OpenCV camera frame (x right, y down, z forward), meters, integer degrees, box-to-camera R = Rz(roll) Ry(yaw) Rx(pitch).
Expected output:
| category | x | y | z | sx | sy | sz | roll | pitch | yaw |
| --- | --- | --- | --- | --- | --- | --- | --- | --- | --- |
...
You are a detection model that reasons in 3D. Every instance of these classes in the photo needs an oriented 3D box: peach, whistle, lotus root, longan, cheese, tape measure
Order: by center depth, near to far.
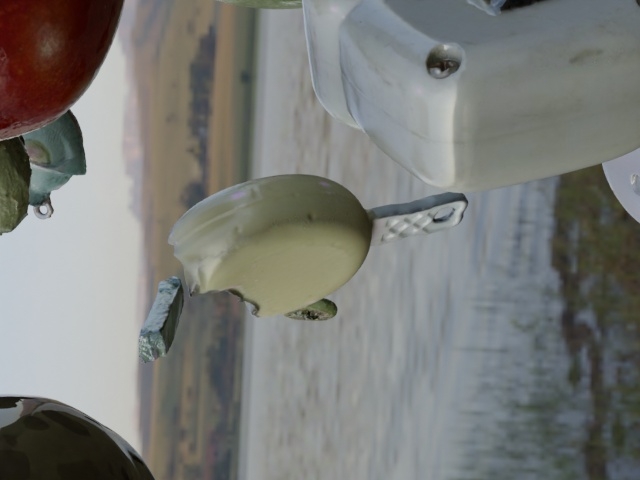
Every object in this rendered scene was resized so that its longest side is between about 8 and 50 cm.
| category | x | y | z | sx | sy | sz | roll | pitch | yaw |
| --- | --- | --- | --- | --- | --- | --- | --- | --- | --- |
| tape measure | 0.133 | -0.155 | 0.974 | 0.265 | 0.258 | 0.130 | 46 | 150 | 48 |
| peach | -0.261 | -0.182 | 1.008 | 0.199 | 0.243 | 0.243 | 53 | -151 | -47 |
| cheese | 0.004 | -0.011 | 1.165 | 0.163 | 0.249 | 0.071 | 66 | -178 | -61 |
| longan | -0.290 | 0.295 | 1.238 | 0.319 | 0.319 | 0.319 | -177 | 90 | -87 |
| lotus root | -0.361 | -0.092 | 1.528 | 0.144 | 0.070 | 0.143 | 112 | 145 | -52 |
| whistle | -0.400 | -0.192 | 1.834 | 0.134 | 0.142 | 0.346 | -28 | -63 | -47 |

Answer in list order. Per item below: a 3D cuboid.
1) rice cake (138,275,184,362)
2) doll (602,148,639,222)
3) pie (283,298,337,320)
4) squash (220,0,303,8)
| category | x | y | z | sx | sy | sz | roll | pitch | yaw |
| --- | --- | --- | --- | --- | --- | --- | --- | --- | --- |
| rice cake | -0.200 | 0.098 | 1.736 | 0.211 | 0.034 | 0.043 | -85 | -10 | -73 |
| doll | 0.539 | -0.127 | 2.017 | 0.251 | 0.221 | 0.221 | 55 | 154 | 33 |
| pie | -0.016 | 0.099 | 1.921 | 0.084 | 0.084 | 0.021 | 101 | 168 | -69 |
| squash | -0.061 | -0.441 | 1.793 | 0.310 | 0.309 | 0.310 | 28 | 127 | 45 |
